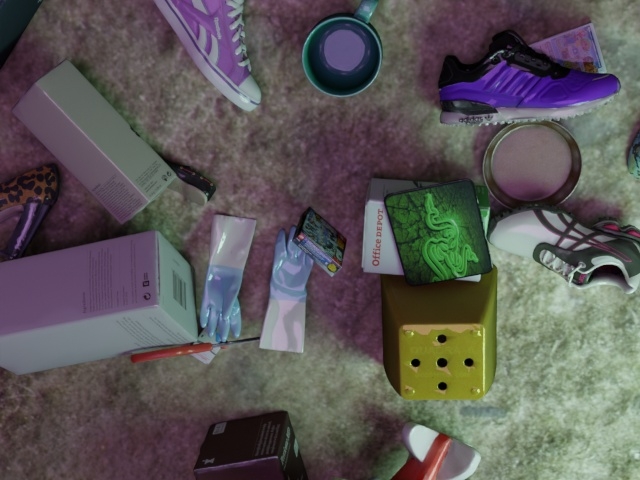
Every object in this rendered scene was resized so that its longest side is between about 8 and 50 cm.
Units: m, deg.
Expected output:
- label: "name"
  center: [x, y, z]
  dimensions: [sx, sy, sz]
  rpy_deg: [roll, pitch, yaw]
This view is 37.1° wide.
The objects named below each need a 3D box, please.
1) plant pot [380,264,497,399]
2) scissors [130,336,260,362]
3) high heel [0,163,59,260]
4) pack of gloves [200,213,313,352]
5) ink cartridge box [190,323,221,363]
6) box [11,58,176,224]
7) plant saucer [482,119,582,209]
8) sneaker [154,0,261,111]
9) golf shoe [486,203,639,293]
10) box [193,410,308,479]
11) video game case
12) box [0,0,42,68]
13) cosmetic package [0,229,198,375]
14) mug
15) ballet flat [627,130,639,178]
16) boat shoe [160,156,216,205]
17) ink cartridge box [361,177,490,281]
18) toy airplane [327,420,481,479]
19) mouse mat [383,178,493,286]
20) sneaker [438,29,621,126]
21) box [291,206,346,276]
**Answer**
- label: "plant pot"
  center: [0.211, 0.175, 1.681]
  dimensions: [0.212, 0.187, 0.212]
  rpy_deg: [-1, 110, 6]
- label: "scissors"
  center: [-0.195, 0.195, 1.742]
  dimensions: [0.297, 0.109, 0.021]
  rpy_deg: [-8, 82, 6]
- label: "high heel"
  center: [-0.606, -0.097, 1.735]
  dimensions: [0.261, 0.093, 0.186]
  rpy_deg: [27, 88, 8]
- label: "pack of gloves"
  center: [-0.114, 0.079, 1.713]
  dimensions: [0.195, 0.046, 0.232]
  rpy_deg: [7, 91, 1]
- label: "ink cartridge box"
  center: [-0.217, 0.200, 1.815]
  dimensions: [0.048, 0.028, 0.083]
  rpy_deg: [34, 109, -8]
- label: "box"
  center: [-0.389, -0.167, 1.645]
  dimensions: [0.275, 0.094, 0.113]
  rpy_deg: [49, 135, -12]
- label: "plant saucer"
  center: [0.363, -0.131, 1.640]
  dimensions: [0.168, 0.029, 0.168]
  rpy_deg: [2, 111, 5]
- label: "sneaker"
  center: [-0.150, -0.359, 1.570]
  dimensions: [0.161, 0.102, 0.282]
  rpy_deg: [-32, 104, 12]
- label: "golf shoe"
  center: [0.418, 0.015, 1.628]
  dimensions: [0.273, 0.120, 0.105]
  rpy_deg: [8, 140, 5]
- label: "box"
  center: [-0.124, 0.467, 1.829]
  dimensions: [0.167, 0.168, 0.203]
  rpy_deg: [-11, 109, 10]
- label: "video game case"
  center: [0.403, -0.300, 1.584]
  dimensions: [0.122, 0.011, 0.087]
  rpy_deg: [-18, 107, 12]
- label: "box"
  center: [-0.695, -0.414, 1.541]
  dimensions: [0.395, 0.212, 0.293]
  rpy_deg: [36, 108, -9]
- label: "cosmetic package"
  center: [-0.422, 0.117, 1.695]
  dimensions: [0.365, 0.197, 0.155]
  rpy_deg: [-10, 65, 9]
- label: "mug"
  center: [0.049, -0.315, 1.566]
  dimensions: [0.158, 0.097, 0.129]
  rpy_deg: [-28, 105, 14]
- label: "ballet flat"
  center: [0.574, -0.181, 1.583]
  dimensions: [0.070, 0.070, 0.188]
  rpy_deg: [24, 111, -3]
- label: "boat shoe"
  center: [-0.248, -0.112, 1.701]
  dimensions: [0.133, 0.042, 0.049]
  rpy_deg: [31, 144, 7]
- label: "ink cartridge box"
  center: [0.179, -0.020, 1.654]
  dimensions: [0.208, 0.087, 0.153]
  rpy_deg: [5, 122, 3]
- label: "toy airplane"
  center: [0.174, 0.531, 1.753]
  dimensions: [0.386, 0.272, 0.384]
  rpy_deg: [-16, 127, -17]
- label: "mouse mat"
  center: [0.199, -0.010, 1.602]
  dimensions: [0.153, 0.007, 0.189]
  rpy_deg: [-11, 120, 13]
- label: "sneaker"
  center: [0.331, -0.269, 1.543]
  dimensions: [0.293, 0.102, 0.146]
  rpy_deg: [-4, 105, 15]
- label: "box"
  center: [0.000, 0.000, 1.664]
  dimensions: [0.094, 0.137, 0.027]
  rpy_deg: [42, 109, -10]
